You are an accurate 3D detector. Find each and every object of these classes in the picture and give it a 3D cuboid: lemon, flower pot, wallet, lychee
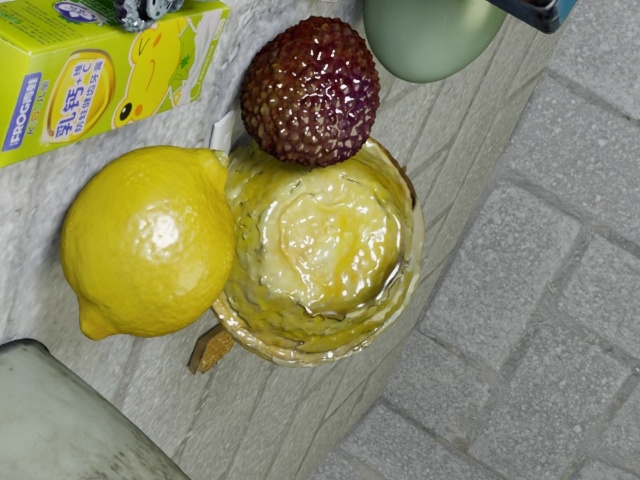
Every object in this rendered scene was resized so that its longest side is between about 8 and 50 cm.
[{"bbox_3d":[-0.181,0.001,1.281,0.244,0.186,0.187,-60,167,-10],"label":"lemon"},{"bbox_3d":[-0.279,0.313,1.324,0.294,0.330,0.294,-54,167,-19],"label":"flower pot"},{"bbox_3d":[-0.128,-0.128,1.535,0.044,0.011,0.083,-46,161,-40],"label":"wallet"},{"bbox_3d":[-0.006,-0.188,1.483,0.188,0.188,0.188,-52,165,-20],"label":"lychee"}]

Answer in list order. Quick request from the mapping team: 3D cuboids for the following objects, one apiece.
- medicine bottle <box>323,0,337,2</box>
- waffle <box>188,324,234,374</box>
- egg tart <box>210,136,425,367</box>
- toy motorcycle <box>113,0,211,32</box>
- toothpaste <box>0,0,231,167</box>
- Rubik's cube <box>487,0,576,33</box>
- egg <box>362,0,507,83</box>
[{"bbox_3d":[0.025,-0.344,1.507,0.089,0.052,0.052,-51,164,-25],"label":"medicine bottle"},{"bbox_3d":[-0.176,0.177,2.009,0.135,0.021,0.092,-36,154,-56],"label":"waffle"},{"bbox_3d":[0.000,0.000,1.602,0.345,0.345,0.132,-54,-168,-13],"label":"egg tart"},{"bbox_3d":[-0.095,-0.319,1.027,0.307,0.108,0.173,-67,166,8],"label":"toy motorcycle"},{"bbox_3d":[-0.202,-0.162,1.078,0.327,0.077,0.110,-33,153,-60],"label":"toothpaste"},{"bbox_3d":[0.200,-0.457,1.328,0.316,0.313,0.318,-58,167,4],"label":"Rubik's cube"},{"bbox_3d":[0.165,-0.352,1.659,0.203,0.202,0.283,-33,150,-59],"label":"egg"}]
